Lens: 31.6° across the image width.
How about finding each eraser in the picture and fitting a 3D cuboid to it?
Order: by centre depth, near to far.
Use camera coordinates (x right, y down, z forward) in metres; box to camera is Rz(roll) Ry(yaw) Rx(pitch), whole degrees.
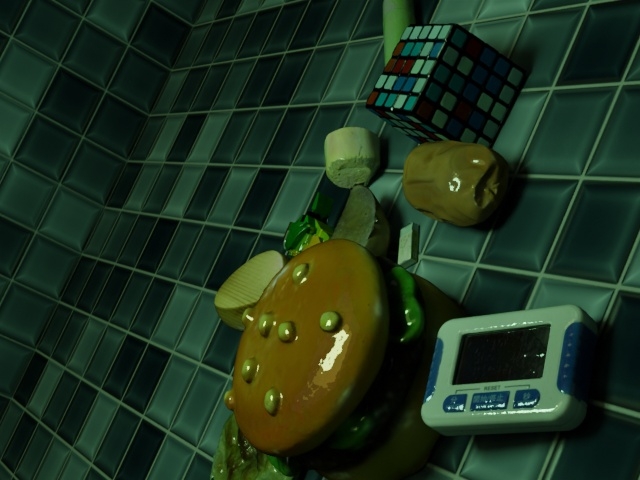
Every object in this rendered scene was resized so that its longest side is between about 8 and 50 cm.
[{"bbox_3d":[0.160,0.009,2.056,0.038,0.019,0.083,-34,37,44],"label":"eraser"}]

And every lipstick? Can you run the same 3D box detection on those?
[{"bbox_3d":[0.169,-0.406,2.372,0.076,0.076,0.304,-40,33,34],"label":"lipstick"}]

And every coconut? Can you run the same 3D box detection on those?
[{"bbox_3d":[0.063,-0.177,2.293,0.116,0.116,0.122,-34,43,41],"label":"coconut"}]

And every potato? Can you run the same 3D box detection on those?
[{"bbox_3d":[0.082,0.007,2.111,0.138,0.098,0.243,-7,49,51],"label":"potato"}]

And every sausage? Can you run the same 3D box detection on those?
[{"bbox_3d":[0.226,-0.102,1.939,0.136,0.120,0.241,-56,27,-5],"label":"sausage"}]

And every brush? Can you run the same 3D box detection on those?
[{"bbox_3d":[-0.081,0.135,2.133,0.174,0.166,0.266,-42,17,-9],"label":"brush"}]

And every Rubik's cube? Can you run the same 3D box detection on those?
[{"bbox_3d":[0.223,-0.269,2.034,0.182,0.184,0.187,-63,26,-3],"label":"Rubik's cube"}]

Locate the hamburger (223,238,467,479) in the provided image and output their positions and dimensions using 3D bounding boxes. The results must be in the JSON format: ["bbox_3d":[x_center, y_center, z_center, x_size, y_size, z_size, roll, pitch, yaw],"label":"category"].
[{"bbox_3d":[0.034,0.183,1.831,0.395,0.277,0.396,-39,36,36],"label":"hamburger"}]

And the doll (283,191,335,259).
[{"bbox_3d":[-0.005,0.007,2.243,0.134,0.106,0.186,-52,29,18],"label":"doll"}]

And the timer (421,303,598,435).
[{"bbox_3d":[0.271,0.191,1.612,0.253,0.078,0.178,-11,52,43],"label":"timer"}]

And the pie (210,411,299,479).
[{"bbox_3d":[-0.108,0.375,2.118,0.306,0.071,0.306,-39,36,36],"label":"pie"}]
